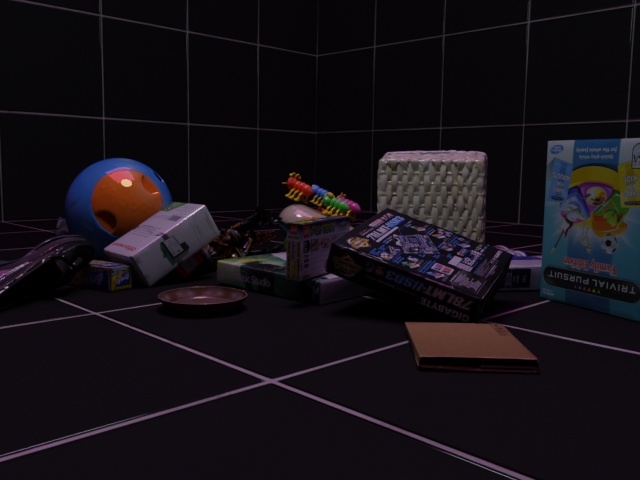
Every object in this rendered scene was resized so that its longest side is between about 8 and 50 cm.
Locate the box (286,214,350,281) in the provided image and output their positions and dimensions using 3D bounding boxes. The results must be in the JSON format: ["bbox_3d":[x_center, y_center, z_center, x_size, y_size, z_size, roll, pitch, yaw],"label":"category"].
[{"bbox_3d":[-0.001,0.012,1.321,0.036,0.114,0.207,5,8,29],"label":"box"}]

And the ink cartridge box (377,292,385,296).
[{"bbox_3d":[0.176,0.048,1.386,0.171,0.056,0.235,6,22,-14],"label":"ink cartridge box"}]

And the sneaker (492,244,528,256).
[{"bbox_3d":[0.531,0.046,1.859,0.058,0.052,0.135,-10,12,-41],"label":"sneaker"}]

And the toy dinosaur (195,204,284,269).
[{"bbox_3d":[-0.216,0.002,1.737,0.218,0.164,0.322,-16,23,29],"label":"toy dinosaur"}]

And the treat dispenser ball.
[{"bbox_3d":[-0.554,-0.083,1.769,0.287,0.289,0.288,1,7,0],"label":"treat dispenser ball"}]

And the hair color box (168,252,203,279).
[{"bbox_3d":[-0.357,0.049,1.587,0.141,0.043,0.072,8,49,51],"label":"hair color box"}]

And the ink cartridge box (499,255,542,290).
[{"bbox_3d":[0.452,0.076,1.526,0.332,0.065,0.165,-2,7,-11],"label":"ink cartridge box"}]

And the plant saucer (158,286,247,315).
[{"bbox_3d":[-0.225,0.116,1.224,0.168,0.029,0.168,2,6,0],"label":"plant saucer"}]

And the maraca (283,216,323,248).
[{"bbox_3d":[0.000,0.000,1.464,0.185,0.099,0.127,7,-31,-42],"label":"maraca"}]

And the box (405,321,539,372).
[{"bbox_3d":[0.217,0.157,0.966,0.164,0.021,0.201,1,7,2],"label":"box"}]

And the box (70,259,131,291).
[{"bbox_3d":[-0.499,0.075,1.427,0.168,0.054,0.059,5,7,33],"label":"box"}]

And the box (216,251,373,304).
[{"bbox_3d":[-0.045,0.078,1.451,0.321,0.059,0.232,6,8,40],"label":"box"}]

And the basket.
[{"bbox_3d":[0.337,-0.103,1.919,0.328,0.332,0.266,2,9,11],"label":"basket"}]

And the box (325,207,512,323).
[{"bbox_3d":[0.203,0.041,1.256,0.293,0.074,0.295,20,23,21],"label":"box"}]

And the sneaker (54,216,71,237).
[{"bbox_3d":[-0.651,-0.019,1.926,0.299,0.122,0.111,-4,8,-37],"label":"sneaker"}]

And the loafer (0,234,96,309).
[{"bbox_3d":[-0.559,0.073,1.274,0.095,0.109,0.302,22,26,23],"label":"loafer"}]

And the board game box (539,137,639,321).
[{"bbox_3d":[0.562,-0.031,1.266,0.079,0.337,0.253,-2,7,-26],"label":"board game box"}]

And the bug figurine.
[{"bbox_3d":[0.012,-0.129,1.942,0.216,0.072,0.279,27,7,18],"label":"bug figurine"}]

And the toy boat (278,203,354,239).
[{"bbox_3d":[-0.008,-0.013,1.928,0.267,0.148,0.318,24,7,-6],"label":"toy boat"}]

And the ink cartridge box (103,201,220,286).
[{"bbox_3d":[-0.375,0.004,1.515,0.219,0.093,0.160,-40,29,-29],"label":"ink cartridge box"}]
